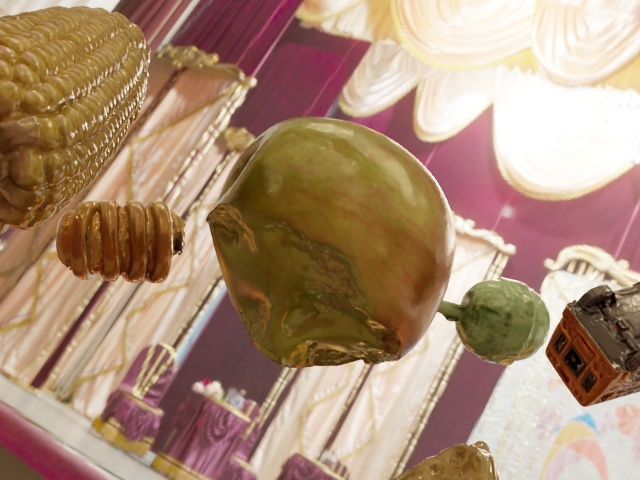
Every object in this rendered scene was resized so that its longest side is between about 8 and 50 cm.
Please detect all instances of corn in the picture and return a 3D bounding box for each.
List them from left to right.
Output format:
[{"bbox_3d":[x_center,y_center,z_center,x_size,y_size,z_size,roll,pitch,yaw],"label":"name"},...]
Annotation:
[{"bbox_3d":[-0.202,-0.105,0.556,0.130,0.130,0.347,34,22,-13],"label":"corn"}]

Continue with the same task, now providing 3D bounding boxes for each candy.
[{"bbox_3d":[0.104,0.074,1.003,0.439,0.119,0.119,14,-15,-12],"label":"candy"}]

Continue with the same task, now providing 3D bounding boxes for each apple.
[{"bbox_3d":[0.000,0.000,0.736,0.226,0.246,0.246,41,-20,-24],"label":"apple"}]

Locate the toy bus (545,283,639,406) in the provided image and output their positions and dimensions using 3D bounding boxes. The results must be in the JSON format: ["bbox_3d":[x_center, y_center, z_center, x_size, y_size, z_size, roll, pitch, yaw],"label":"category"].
[{"bbox_3d":[0.307,0.086,0.683,0.088,0.194,0.083,105,-32,-44],"label":"toy bus"}]

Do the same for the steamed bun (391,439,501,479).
[{"bbox_3d":[0.155,0.534,1.234,0.189,0.428,0.247,57,-2,-19],"label":"steamed bun"}]

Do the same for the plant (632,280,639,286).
[{"bbox_3d":[0.702,0.117,1.390,0.215,0.213,0.312,10,3,12],"label":"plant"}]

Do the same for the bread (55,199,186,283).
[{"bbox_3d":[-0.279,0.002,1.057,0.177,0.119,0.084,0,-2,-26],"label":"bread"}]
